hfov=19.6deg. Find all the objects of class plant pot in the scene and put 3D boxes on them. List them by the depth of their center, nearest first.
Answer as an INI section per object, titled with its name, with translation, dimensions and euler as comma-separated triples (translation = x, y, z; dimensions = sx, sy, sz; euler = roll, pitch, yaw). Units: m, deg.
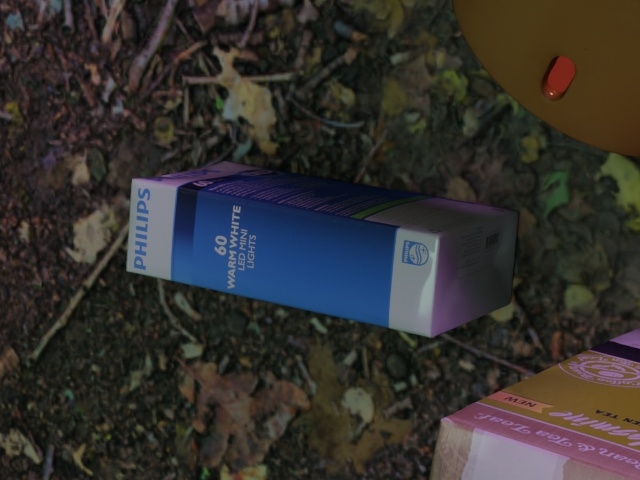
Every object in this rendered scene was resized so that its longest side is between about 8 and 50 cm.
[plant pot]
translation = 0.215, -0.188, 1.153
dimensions = 0.291, 0.291, 0.203
euler = 48, 134, 15

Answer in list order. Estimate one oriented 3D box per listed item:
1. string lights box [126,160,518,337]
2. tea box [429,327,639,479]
[string lights box]
translation = 0.000, 0.000, 1.375
dimensions = 0.260, 0.133, 0.076
euler = 11, 104, 30
[tea box]
translation = 0.215, 0.258, 1.178
dimensions = 0.220, 0.323, 0.329
euler = 15, 105, 28
